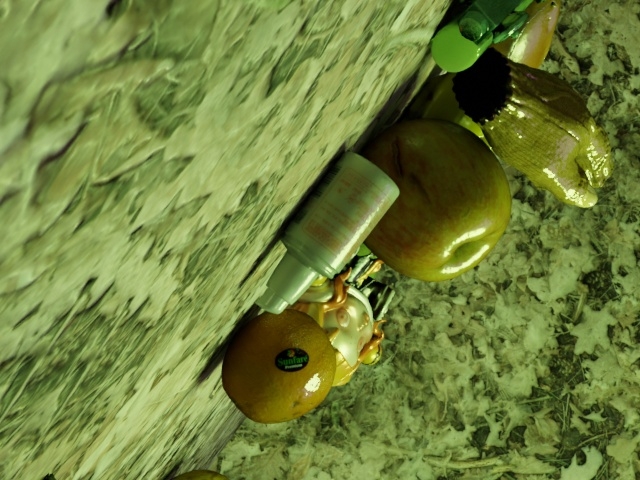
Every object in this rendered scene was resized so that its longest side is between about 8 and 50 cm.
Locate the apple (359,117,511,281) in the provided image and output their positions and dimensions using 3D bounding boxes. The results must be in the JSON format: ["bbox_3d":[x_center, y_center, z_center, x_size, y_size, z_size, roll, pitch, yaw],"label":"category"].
[{"bbox_3d":[0.178,-0.056,1.418,0.264,0.264,0.264,-52,174,-8],"label":"apple"}]

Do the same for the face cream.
[{"bbox_3d":[0.000,0.000,1.255,0.252,0.101,0.101,-53,174,-4],"label":"face cream"}]

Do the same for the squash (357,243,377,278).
[{"bbox_3d":[0.003,0.144,2.024,0.370,0.118,0.118,-48,172,-24],"label":"squash"}]

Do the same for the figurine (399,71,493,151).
[{"bbox_3d":[0.208,-0.169,1.592,0.327,0.169,0.218,-58,157,18],"label":"figurine"}]

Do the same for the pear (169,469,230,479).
[{"bbox_3d":[-0.300,0.685,2.100,0.281,0.280,0.281,-52,174,-8],"label":"pear"}]

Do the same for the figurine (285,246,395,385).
[{"bbox_3d":[0.009,0.157,1.767,0.323,0.196,0.320,-59,134,-30],"label":"figurine"}]

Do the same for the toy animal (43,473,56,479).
[{"bbox_3d":[-0.279,0.277,0.885,0.047,0.065,0.135,-54,173,0],"label":"toy animal"}]

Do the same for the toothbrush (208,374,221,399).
[{"bbox_3d":[-0.205,0.289,1.757,0.097,0.008,0.006,-61,-176,47],"label":"toothbrush"}]

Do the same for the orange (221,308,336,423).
[{"bbox_3d":[-0.071,0.217,1.527,0.206,0.206,0.206,-52,174,-8],"label":"orange"}]

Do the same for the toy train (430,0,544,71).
[{"bbox_3d":[0.259,-0.345,1.319,0.253,0.105,0.157,-47,-175,-35],"label":"toy train"}]

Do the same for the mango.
[{"bbox_3d":[0.374,-0.395,1.697,0.166,0.136,0.236,-43,163,-44],"label":"mango"}]

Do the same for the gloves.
[{"bbox_3d":[0.355,-0.174,1.418,0.155,0.203,0.356,-40,133,15],"label":"gloves"}]
